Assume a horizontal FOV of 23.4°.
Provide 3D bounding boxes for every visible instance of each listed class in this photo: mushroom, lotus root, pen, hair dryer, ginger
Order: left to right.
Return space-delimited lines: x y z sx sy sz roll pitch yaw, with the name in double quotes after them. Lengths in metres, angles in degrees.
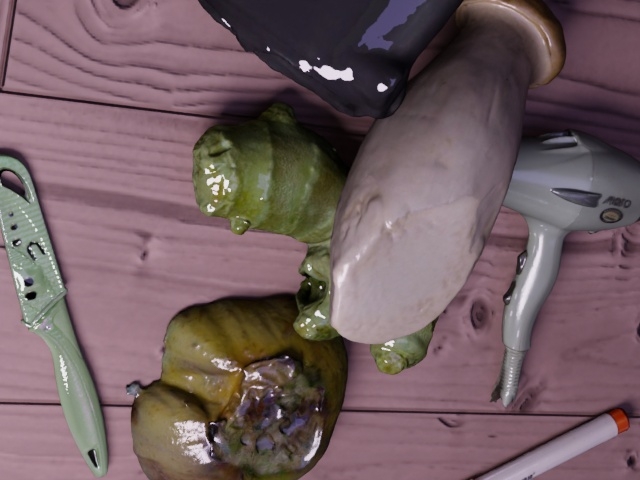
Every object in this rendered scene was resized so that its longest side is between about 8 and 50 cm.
-0.057 0.143 1.306 0.204 0.078 0.183 -9 109 -24 "lotus root"
0.004 0.002 1.283 0.137 0.089 0.290 -44 120 -14 "ginger"
0.101 -0.070 1.243 0.128 0.128 0.350 50 55 -30 "mushroom"
0.150 0.004 1.382 0.229 0.092 0.267 28 101 -24 "hair dryer"
0.198 0.219 1.490 0.239 0.028 0.028 -23 115 -21 "pen"

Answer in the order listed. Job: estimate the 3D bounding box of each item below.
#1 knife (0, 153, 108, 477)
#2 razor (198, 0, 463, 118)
-0.215 0.065 1.230 0.043 0.020 0.293 -20 113 -20 "knife"
0.059 -0.274 1.185 0.204 0.113 0.349 34 88 9 "razor"
